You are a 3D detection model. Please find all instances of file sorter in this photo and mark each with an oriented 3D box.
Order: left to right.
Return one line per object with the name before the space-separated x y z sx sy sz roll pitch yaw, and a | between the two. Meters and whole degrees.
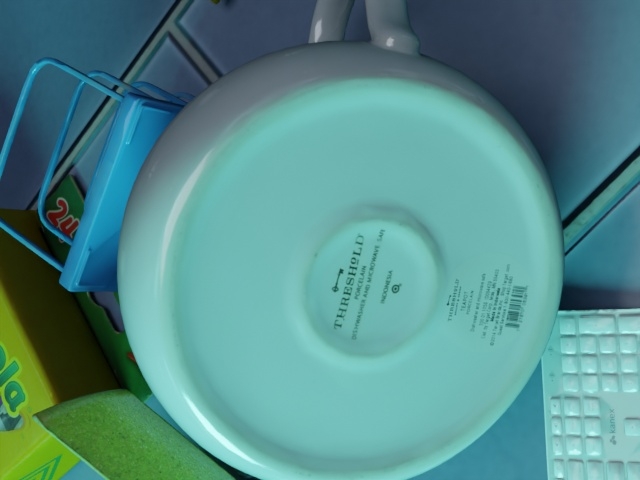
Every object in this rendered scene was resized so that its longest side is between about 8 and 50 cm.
file sorter | -0.110 -0.041 0.620 0.104 0.170 0.118 29 103 31

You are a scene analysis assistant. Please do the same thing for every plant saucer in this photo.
plant saucer | -0.088 0.153 0.587 0.188 0.188 0.045 40 72 -4

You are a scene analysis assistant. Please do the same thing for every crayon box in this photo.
crayon box | -0.282 0.114 0.772 0.318 0.081 0.202 -42 68 23

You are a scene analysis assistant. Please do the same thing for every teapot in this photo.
teapot | 0.000 0.000 0.543 0.256 0.187 0.252 -37 110 -5

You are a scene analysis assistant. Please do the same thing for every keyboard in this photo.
keyboard | 0.166 0.167 0.533 0.072 0.014 0.256 -4 86 31

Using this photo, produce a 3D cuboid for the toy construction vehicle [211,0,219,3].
toy construction vehicle | -0.081 -0.231 0.691 0.086 0.035 0.098 -47 68 10
